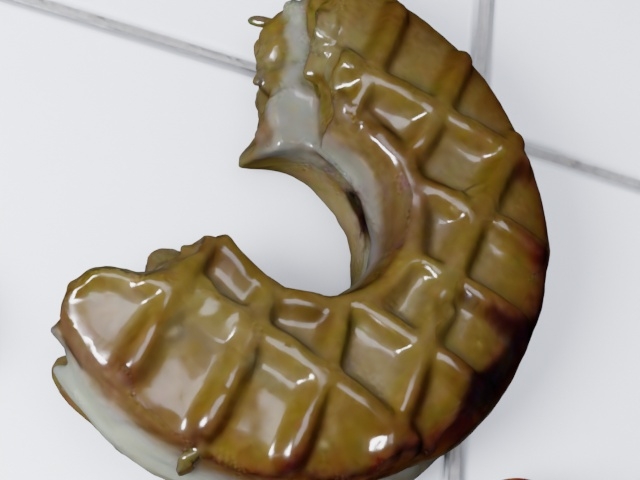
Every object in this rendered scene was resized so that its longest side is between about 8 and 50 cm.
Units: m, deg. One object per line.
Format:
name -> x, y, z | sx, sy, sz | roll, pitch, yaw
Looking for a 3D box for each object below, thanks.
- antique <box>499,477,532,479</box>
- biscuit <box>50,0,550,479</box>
antique -> 0.127, 0.203, 1.046 | 0.104, 0.104, 0.104 | 10, 64, -21
biscuit -> 0.011, 0.017, 1.066 | 0.268, 0.115, 0.366 | 34, 59, -7
